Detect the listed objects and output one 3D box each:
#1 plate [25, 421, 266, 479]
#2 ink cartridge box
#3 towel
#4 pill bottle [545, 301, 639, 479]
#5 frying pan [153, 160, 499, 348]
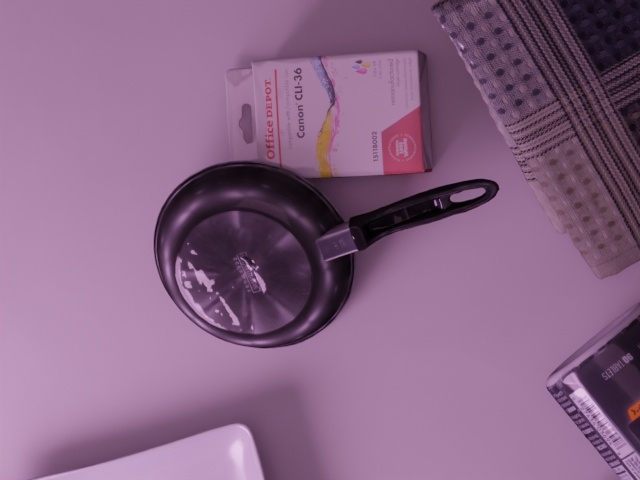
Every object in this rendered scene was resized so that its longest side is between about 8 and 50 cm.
[{"bbox_3d":[-0.155,0.340,1.680,0.277,0.045,0.278,-17,88,11],"label":"plate"},{"bbox_3d":[0.002,-0.115,1.621,0.198,0.067,0.115,-3,92,12],"label":"ink cartridge box"},{"bbox_3d":[0.301,-0.154,1.505,0.312,0.056,0.324,-30,117,8],"label":"towel"},{"bbox_3d":[0.325,0.182,1.536,0.130,0.130,0.245,-40,85,10],"label":"pill bottle"},{"bbox_3d":[-0.003,0.027,1.612,0.326,0.053,0.197,6,116,11],"label":"frying pan"}]
